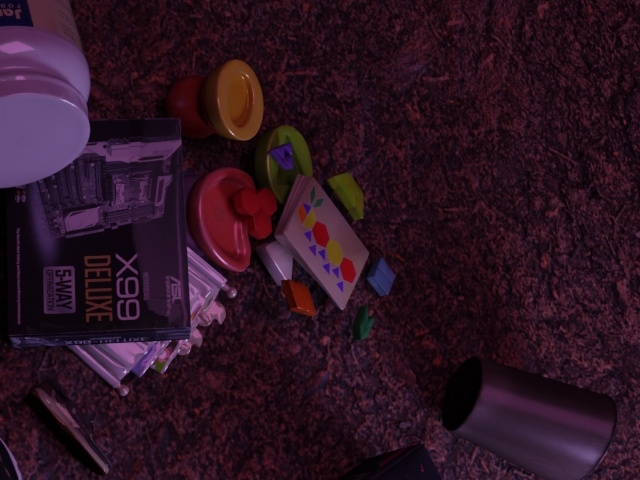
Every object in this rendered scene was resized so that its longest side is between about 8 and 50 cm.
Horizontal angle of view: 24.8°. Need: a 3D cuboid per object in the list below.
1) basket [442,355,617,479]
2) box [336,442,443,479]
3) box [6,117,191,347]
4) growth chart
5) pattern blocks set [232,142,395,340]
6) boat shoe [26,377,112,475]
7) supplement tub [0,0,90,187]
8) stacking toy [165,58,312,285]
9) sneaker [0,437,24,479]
[{"bbox_3d":[0.323,0.284,2.340,0.227,0.204,0.154,23,55,-15],"label":"basket"},{"bbox_3d":[0.121,0.461,2.143,0.165,0.143,0.270,-29,91,-39],"label":"box"},{"bbox_3d":[-0.304,-0.011,1.991,0.243,0.076,0.307,-2,73,-8],"label":"box"},{"bbox_3d":[-0.242,0.103,2.045,0.237,0.021,0.172,-45,104,-17],"label":"growth chart"},{"bbox_3d":[0.000,0.000,2.240,0.324,0.026,0.285,59,39,-19],"label":"pattern blocks set"},{"bbox_3d":[-0.327,0.249,1.955,0.152,0.056,0.049,51,57,-9],"label":"boat shoe"},{"bbox_3d":[-0.432,-0.256,1.900,0.235,0.235,0.324,2,55,-35],"label":"supplement tub"},{"bbox_3d":[-0.146,-0.086,2.207,0.279,0.130,0.308,40,53,-50],"label":"stacking toy"},{"bbox_3d":[-0.417,0.360,1.784,0.107,0.124,0.283,-6,74,-6],"label":"sneaker"}]
